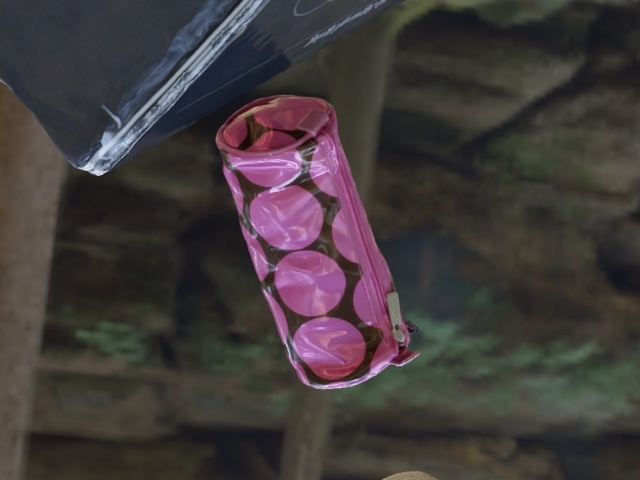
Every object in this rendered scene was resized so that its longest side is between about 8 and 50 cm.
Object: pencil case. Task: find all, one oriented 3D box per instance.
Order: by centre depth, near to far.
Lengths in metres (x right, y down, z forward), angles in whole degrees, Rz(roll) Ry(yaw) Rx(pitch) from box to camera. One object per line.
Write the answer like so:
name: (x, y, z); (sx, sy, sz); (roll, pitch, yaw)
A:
pencil case: (0.000, 0.000, 1.334); (0.098, 0.209, 0.095); (6, -145, 48)

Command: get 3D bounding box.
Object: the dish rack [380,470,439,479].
dish rack: (0.045, 0.398, 2.060); (0.333, 0.072, 0.285); (-33, -158, -18)

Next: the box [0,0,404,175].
box: (0.033, -0.344, 1.073); (0.472, 0.297, 0.480); (-44, 175, 37)
